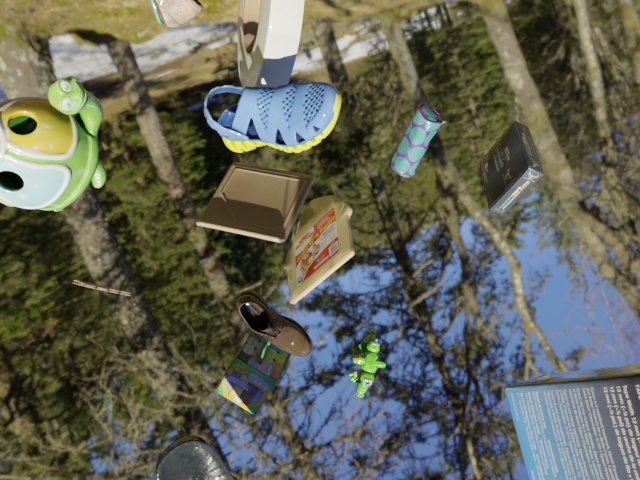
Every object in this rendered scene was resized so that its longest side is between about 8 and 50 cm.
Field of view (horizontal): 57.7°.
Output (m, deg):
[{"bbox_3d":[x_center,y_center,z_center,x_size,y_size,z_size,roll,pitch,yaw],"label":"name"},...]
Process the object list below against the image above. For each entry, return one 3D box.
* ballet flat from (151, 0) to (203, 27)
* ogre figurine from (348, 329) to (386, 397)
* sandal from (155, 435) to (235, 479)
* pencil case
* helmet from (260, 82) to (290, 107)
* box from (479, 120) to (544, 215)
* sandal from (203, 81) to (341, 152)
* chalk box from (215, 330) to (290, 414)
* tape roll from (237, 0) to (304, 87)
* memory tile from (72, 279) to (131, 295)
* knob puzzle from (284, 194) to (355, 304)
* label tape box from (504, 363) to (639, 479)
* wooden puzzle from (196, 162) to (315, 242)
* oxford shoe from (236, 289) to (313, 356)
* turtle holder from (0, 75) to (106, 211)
[{"bbox_3d":[-0.288,-0.549,1.036,0.106,0.316,0.108,-14,-143,3],"label":"ballet flat"},{"bbox_3d":[0.143,0.365,1.744,0.197,0.096,0.118,-57,178,-18],"label":"ogre figurine"},{"bbox_3d":[-0.185,0.613,1.239,0.167,0.446,0.107,-43,-163,-13],"label":"sandal"},{"bbox_3d":[0.206,-0.211,1.242,0.070,0.064,0.152,-14,143,-40],"label":"pencil case"},{"bbox_3d":[-0.145,-0.425,1.886,0.169,0.162,0.169,-12,157,-5],"label":"helmet"},{"bbox_3d":[0.564,-0.218,1.737,0.183,0.059,0.233,-54,-158,42],"label":"box"},{"bbox_3d":[-0.105,-0.242,1.101,0.317,0.126,0.138,-3,157,36],"label":"sandal"},{"bbox_3d":[-0.170,0.342,1.578,0.213,0.132,0.132,-57,-179,37],"label":"chalk box"},{"bbox_3d":[-0.118,-0.515,1.289,0.071,0.393,0.392,0,-176,-18],"label":"tape roll"},{"bbox_3d":[-0.649,0.141,1.728,0.113,0.012,0.148,5,169,45],"label":"memory tile"},{"bbox_3d":[0.000,0.000,1.067,0.213,0.030,0.213,-37,-139,40],"label":"knob puzzle"},{"bbox_3d":[0.443,0.305,0.808,0.115,0.249,0.347,-5,166,-30],"label":"label tape box"},{"bbox_3d":[-0.149,-0.091,1.387,0.220,0.044,0.239,12,-132,15],"label":"wooden puzzle"},{"bbox_3d":[-0.115,0.217,1.406,0.083,0.227,0.096,-53,-171,8],"label":"oxford shoe"},{"bbox_3d":[-0.604,-0.194,1.251,0.320,0.244,0.227,-7,176,25],"label":"turtle holder"}]
